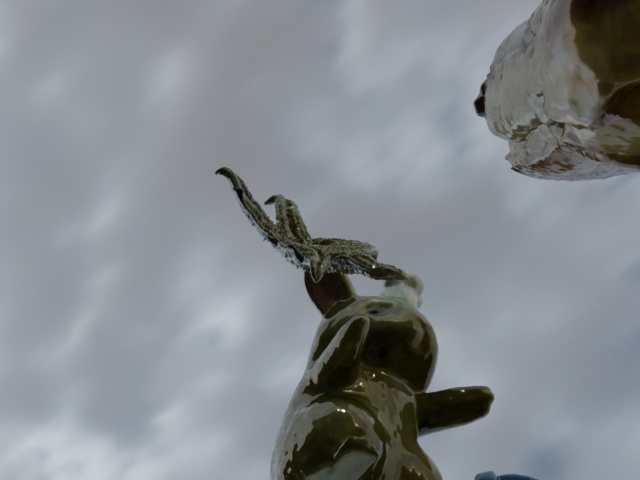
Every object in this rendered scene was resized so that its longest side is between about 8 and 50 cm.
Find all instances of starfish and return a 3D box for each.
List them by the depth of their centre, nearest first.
[{"bbox_3d":[0.000,0.000,0.923,0.208,0.176,0.053,42,-69,43],"label":"starfish"}]

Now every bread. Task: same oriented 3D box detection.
[{"bbox_3d":[0.199,-0.072,0.451,0.235,0.210,0.099,-7,-89,-1],"label":"bread"}]

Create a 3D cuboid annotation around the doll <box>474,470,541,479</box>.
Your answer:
[{"bbox_3d":[0.191,0.290,0.867,0.145,0.363,0.199,-26,-137,7],"label":"doll"}]

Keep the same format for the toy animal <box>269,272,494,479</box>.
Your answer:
[{"bbox_3d":[0.058,0.134,1.037,0.180,0.181,0.363,-26,-144,43],"label":"toy animal"}]
